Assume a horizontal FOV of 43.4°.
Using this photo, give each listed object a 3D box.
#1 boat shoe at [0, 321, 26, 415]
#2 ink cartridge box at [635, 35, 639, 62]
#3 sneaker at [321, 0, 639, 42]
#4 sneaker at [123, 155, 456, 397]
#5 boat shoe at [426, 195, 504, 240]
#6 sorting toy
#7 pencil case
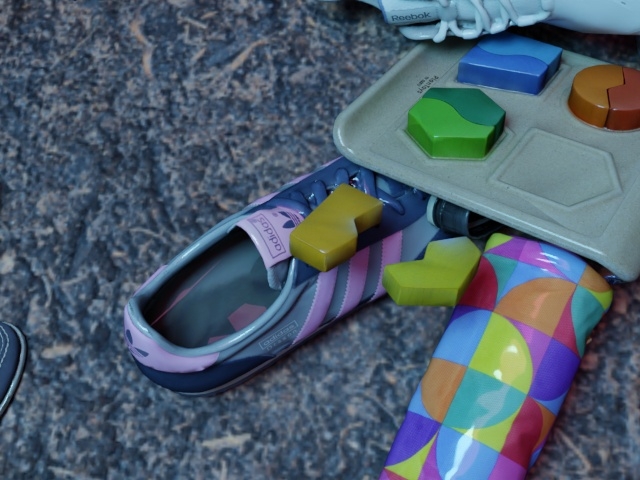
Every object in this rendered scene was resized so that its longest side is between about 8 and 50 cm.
[{"bbox_3d":[-0.311,0.138,0.609,0.075,0.065,0.206,34,69,20],"label":"boat shoe"},{"bbox_3d":[0.347,-0.249,0.639,0.193,0.088,0.234,-3,73,8],"label":"ink cartridge box"},{"bbox_3d":[0.120,-0.197,0.618,0.297,0.111,0.129,22,61,33],"label":"sneaker"},{"bbox_3d":[0.000,0.000,0.584,0.319,0.131,0.112,-39,73,-7],"label":"sneaker"},{"bbox_3d":[0.142,-0.035,0.601,0.133,0.049,0.042,-23,32,-29],"label":"boat shoe"},{"bbox_3d":[0.129,-0.062,0.556,0.229,0.041,0.307,28,51,21],"label":"sorting toy"},{"bbox_3d":[0.120,0.109,0.553,0.104,0.104,0.236,27,78,15],"label":"pencil case"}]
